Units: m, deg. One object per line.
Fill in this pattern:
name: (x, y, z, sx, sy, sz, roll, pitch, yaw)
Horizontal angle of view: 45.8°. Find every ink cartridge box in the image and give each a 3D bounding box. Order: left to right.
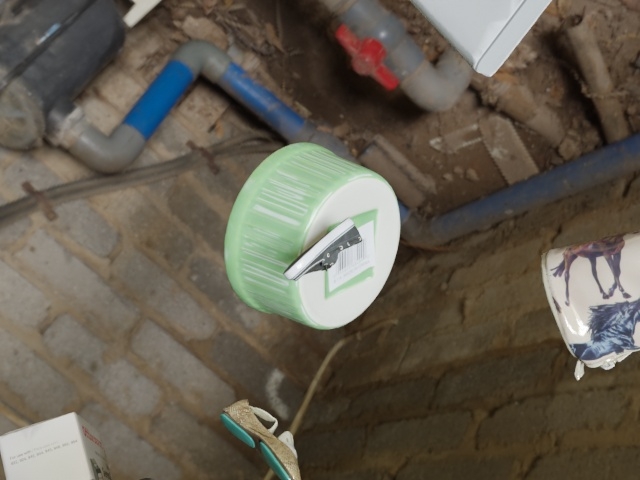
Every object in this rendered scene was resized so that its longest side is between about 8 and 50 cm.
ink cartridge box: (-0.361, 0.409, 1.106, 0.198, 0.114, 0.273, 104, 147, -67)

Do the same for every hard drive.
hard drive: (0.196, -0.378, 0.981, 0.040, 0.308, 0.203, 14, 124, -37)

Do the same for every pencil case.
pencil case: (0.517, 0.059, 1.010, 0.410, 0.160, 0.184, -15, 94, 24)

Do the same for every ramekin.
ramekin: (0.000, 0.000, 1.266, 0.148, 0.303, 0.304, 21, 146, 37)

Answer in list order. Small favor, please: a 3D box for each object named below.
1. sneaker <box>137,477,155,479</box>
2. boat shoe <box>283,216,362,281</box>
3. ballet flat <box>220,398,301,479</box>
sneaker: (-0.194, 0.443, 0.964, 0.100, 0.272, 0.108, -22, 138, 5)
boat shoe: (0.008, 0.018, 1.033, 0.040, 0.142, 0.049, 52, 144, -2)
ballet flat: (-0.089, 0.343, 1.312, 0.206, 0.067, 0.073, 37, 147, 30)
